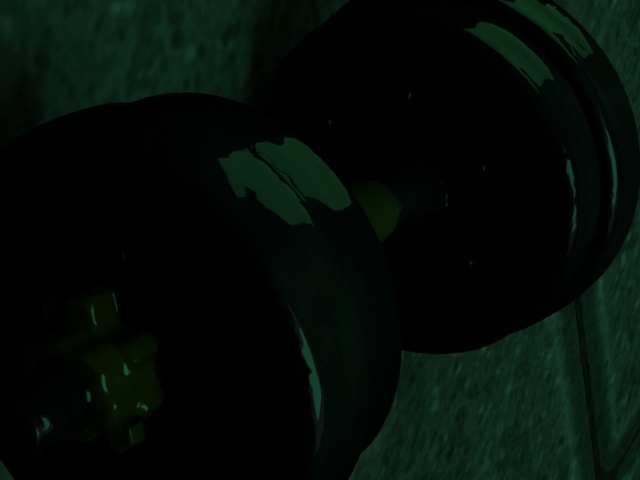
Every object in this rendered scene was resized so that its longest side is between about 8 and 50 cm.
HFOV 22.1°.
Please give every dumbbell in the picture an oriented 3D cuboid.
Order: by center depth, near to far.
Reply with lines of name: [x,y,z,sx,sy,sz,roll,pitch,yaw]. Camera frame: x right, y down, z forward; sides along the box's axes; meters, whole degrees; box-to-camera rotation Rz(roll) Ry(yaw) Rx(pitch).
dumbbell: [0.000,0.000,0.698,0.388,0.185,0.185,-30,130,-50]
